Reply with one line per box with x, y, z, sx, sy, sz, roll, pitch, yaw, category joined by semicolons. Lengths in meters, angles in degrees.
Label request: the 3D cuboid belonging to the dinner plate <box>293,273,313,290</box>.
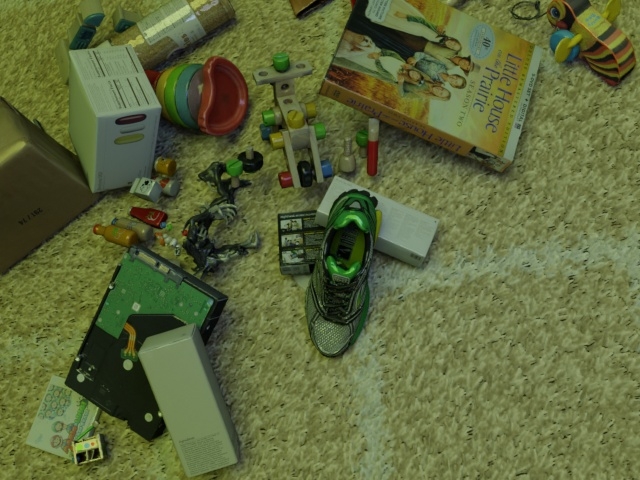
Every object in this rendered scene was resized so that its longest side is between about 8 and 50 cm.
0.003;0.047;1.570;0.141;0.017;0.141;-4;70;11;dinner plate

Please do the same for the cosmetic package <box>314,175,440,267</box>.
0.117;-0.039;1.509;0.239;0.060;0.099;24;64;6;cosmetic package

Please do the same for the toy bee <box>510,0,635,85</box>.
0.537;-0.460;1.540;0.298;0.162;0.195;23;69;16;toy bee

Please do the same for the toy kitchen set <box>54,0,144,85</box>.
-0.567;-0.505;1.902;0.207;0.166;0.122;-42;58;37;toy kitchen set

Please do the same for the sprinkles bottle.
-0.391;-0.522;1.829;0.355;0.121;0.121;-33;65;1;sprinkles bottle

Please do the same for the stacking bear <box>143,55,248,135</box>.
-0.333;-0.346;1.731;0.289;0.164;0.175;10;97;29;stacking bear

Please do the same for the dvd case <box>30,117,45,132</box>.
-0.784;-0.202;1.839;0.221;0.018;0.164;-39;48;-3;dvd case

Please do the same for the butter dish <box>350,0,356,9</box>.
0.143;-0.602;1.725;0.160;0.118;0.160;-13;67;10;butter dish

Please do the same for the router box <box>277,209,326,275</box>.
0.000;0.000;1.549;0.179;0.046;0.133;-5;61;1;router box

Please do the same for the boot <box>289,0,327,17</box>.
-0.105;-0.674;1.852;0.264;0.096;0.280;-24;73;-4;boot

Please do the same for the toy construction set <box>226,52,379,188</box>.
-0.025;-0.262;1.543;0.309;0.237;0.257;6;40;7;toy construction set

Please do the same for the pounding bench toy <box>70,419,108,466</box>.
-0.488;0.422;1.516;0.065;0.052;0.083;-13;76;-9;pounding bench toy

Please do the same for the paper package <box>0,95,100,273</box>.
-0.732;-0.116;1.659;0.325;0.309;0.168;-38;64;0;paper package

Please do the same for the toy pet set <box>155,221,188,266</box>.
-0.355;0.023;1.622;0.122;0.065;0.114;14;103;51;toy pet set

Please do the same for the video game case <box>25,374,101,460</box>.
-0.552;0.385;1.580;0.143;0.019;0.157;12;73;18;video game case

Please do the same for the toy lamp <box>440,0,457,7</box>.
0.296;-0.554;1.691;0.275;0.080;0.080;-38;65;-2;toy lamp

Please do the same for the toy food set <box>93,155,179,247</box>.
-0.417;-0.088;1.675;0.105;0.111;0.232;16;73;20;toy food set

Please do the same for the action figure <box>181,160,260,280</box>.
-0.218;-0.032;1.581;0.141;0.164;0.275;-2;64;19;action figure

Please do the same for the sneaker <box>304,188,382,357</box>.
0.031;0.076;1.425;0.134;0.146;0.343;10;109;8;sneaker

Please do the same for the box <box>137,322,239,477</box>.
-0.251;0.310;1.412;0.113;0.094;0.275;-16;102;0;box

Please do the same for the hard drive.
-0.363;0.208;1.506;0.237;0.064;0.339;28;100;14;hard drive

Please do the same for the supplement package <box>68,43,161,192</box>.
-0.478;-0.275;1.663;0.145;0.262;0.204;-15;62;-27;supplement package

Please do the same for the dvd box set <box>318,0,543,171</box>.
0.240;-0.358;1.530;0.420;0.062;0.307;23;68;-5;dvd box set
